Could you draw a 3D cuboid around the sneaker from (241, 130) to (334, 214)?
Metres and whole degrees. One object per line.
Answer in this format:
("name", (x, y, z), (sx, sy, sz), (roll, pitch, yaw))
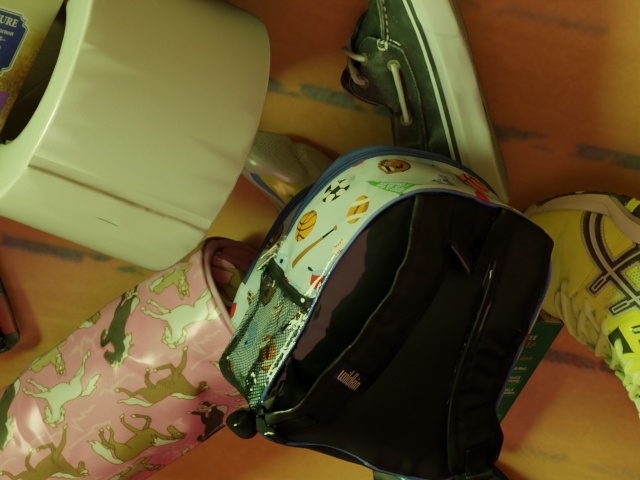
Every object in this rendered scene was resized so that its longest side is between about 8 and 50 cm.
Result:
("sneaker", (0.000, 0.000, 1.728), (0.240, 0.091, 0.126), (32, 118, -15))

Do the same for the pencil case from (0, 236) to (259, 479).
("pencil case", (-0.190, 0.159, 1.800), (0.386, 0.167, 0.160), (-34, 150, 22))

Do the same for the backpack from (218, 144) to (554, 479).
("backpack", (0.065, 0.053, 1.593), (0.276, 0.213, 0.263), (17, 114, -36))

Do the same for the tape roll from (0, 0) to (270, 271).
("tape roll", (-0.174, -0.113, 1.568), (0.169, 0.246, 0.246), (21, 121, -26))

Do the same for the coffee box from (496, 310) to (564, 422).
("coffee box", (0.148, 0.133, 1.797), (0.113, 0.040, 0.184), (4, 128, -35))

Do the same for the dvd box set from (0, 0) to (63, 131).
("dvd box set", (-0.325, -0.240, 1.412), (0.308, 0.062, 0.420), (13, 110, -45))

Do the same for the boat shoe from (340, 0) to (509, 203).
("boat shoe", (0.075, -0.151, 1.615), (0.119, 0.121, 0.335), (-15, 120, 8))

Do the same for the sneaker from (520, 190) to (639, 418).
("sneaker", (0.294, 0.072, 1.623), (0.385, 0.147, 0.145), (22, 147, 40))

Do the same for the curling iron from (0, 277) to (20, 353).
("curling iron", (-0.351, -0.001, 1.785), (0.068, 0.035, 0.274), (-7, 120, 8))

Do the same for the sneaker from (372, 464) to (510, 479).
("sneaker", (0.179, 0.329, 1.889), (0.341, 0.125, 0.139), (35, 122, -13))
